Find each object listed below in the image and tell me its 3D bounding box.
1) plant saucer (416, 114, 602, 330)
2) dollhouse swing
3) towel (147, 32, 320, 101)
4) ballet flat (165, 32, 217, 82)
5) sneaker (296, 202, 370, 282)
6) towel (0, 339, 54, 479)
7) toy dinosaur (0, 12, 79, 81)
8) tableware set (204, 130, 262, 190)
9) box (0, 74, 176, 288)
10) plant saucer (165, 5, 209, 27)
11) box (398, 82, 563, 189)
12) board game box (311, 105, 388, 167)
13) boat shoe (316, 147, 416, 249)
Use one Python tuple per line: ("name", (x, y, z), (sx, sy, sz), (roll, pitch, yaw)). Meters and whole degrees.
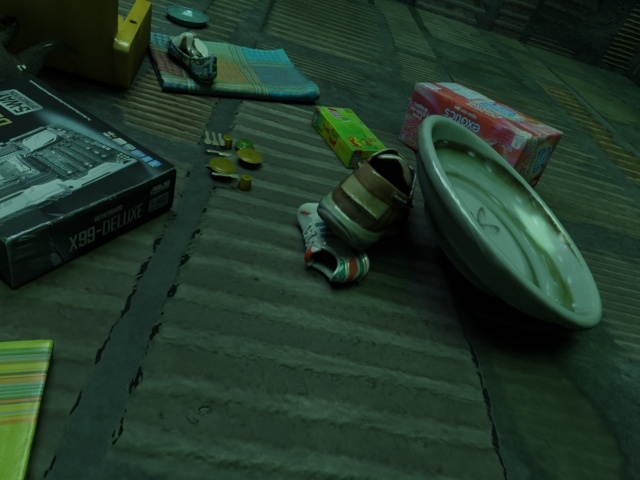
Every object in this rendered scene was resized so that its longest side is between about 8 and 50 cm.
("plant saucer", (0.275, -0.021, 0.759), (0.400, 0.100, 0.401), (29, 37, -25))
("dollhouse swing", (-0.493, -0.493, 0.846), (0.346, 0.305, 0.315), (13, 45, -16))
("towel", (-0.210, -0.415, 1.133), (0.369, 0.040, 0.272), (-4, 43, -28))
("ballet flat", (-0.275, -0.410, 1.022), (0.070, 0.070, 0.188), (-19, 51, -40))
("sneaker", (0.000, 0.000, 0.696), (0.075, 0.057, 0.161), (-9, 49, -41))
("towel", (-0.286, 0.182, 0.374), (0.102, 0.021, 0.237), (0, 42, -17))
("toy dinosaur", (-0.562, -0.287, 0.759), (0.313, 0.120, 0.161), (-7, 88, -48))
("tableware set", (-0.151, -0.140, 0.835), (0.103, 0.024, 0.154), (5, 38, -25))
("box", (-0.391, -0.100, 0.626), (0.307, 0.077, 0.242), (32, 39, 15))
("plant saucer", (-0.376, -0.627, 1.334), (0.119, 0.021, 0.119), (13, 37, -10))
("box", (0.342, -0.232, 1.051), (0.154, 0.142, 0.300), (-16, 44, -37))
("board game box", (0.060, -0.223, 1.014), (0.092, 0.043, 0.181), (-5, 43, -29))
("boat shoe", (0.105, -0.079, 0.751), (0.123, 0.116, 0.324), (40, 23, 4))
